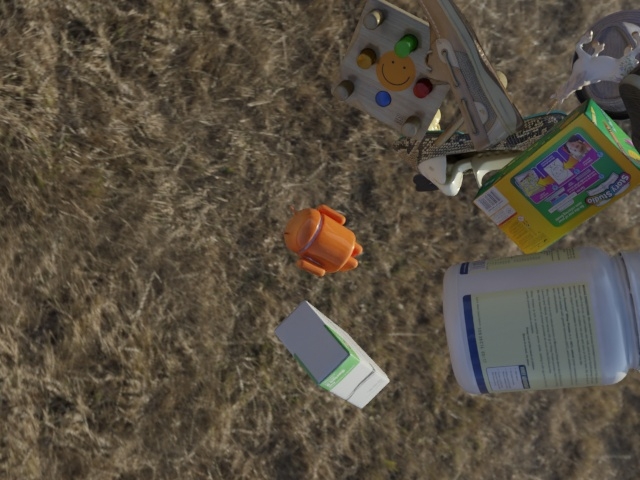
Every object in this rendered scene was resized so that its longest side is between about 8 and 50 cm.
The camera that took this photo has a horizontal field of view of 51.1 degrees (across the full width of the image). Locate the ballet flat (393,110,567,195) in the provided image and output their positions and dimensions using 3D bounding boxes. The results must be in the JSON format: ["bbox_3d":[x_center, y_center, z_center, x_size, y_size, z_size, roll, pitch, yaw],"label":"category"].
[{"bbox_3d":[0.394,-0.203,1.685,0.164,0.482,0.182,31,61,-53],"label":"ballet flat"}]

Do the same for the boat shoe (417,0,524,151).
[{"bbox_3d":[0.241,-0.325,1.217,0.110,0.121,0.341,-30,91,22],"label":"boat shoe"}]

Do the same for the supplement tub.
[{"bbox_3d":[0.391,0.136,1.156,0.235,0.324,0.236,-9,90,-71],"label":"supplement tub"}]

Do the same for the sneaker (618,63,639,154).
[{"bbox_3d":[0.517,-0.189,0.967,0.118,0.083,0.222,-43,135,2],"label":"sneaker"}]

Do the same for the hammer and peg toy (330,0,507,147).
[{"bbox_3d":[0.219,-0.357,1.532,0.361,0.127,0.266,30,127,5],"label":"hammer and peg toy"}]

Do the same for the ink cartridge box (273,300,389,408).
[{"bbox_3d":[0.036,0.310,1.784,0.121,0.211,0.289,-45,144,0],"label":"ink cartridge box"}]

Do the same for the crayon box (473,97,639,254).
[{"bbox_3d":[0.448,-0.109,1.262,0.165,0.278,0.081,44,40,-4],"label":"crayon box"}]

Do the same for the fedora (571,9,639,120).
[{"bbox_3d":[0.723,-0.434,1.636,0.124,0.243,0.276,-5,102,-52],"label":"fedora"}]

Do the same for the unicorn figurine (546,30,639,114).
[{"bbox_3d":[0.421,-0.262,1.018,0.060,0.161,0.111,38,66,-39],"label":"unicorn figurine"}]

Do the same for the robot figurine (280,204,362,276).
[{"bbox_3d":[0.000,-0.002,1.712,0.219,0.128,0.158,31,100,-21],"label":"robot figurine"}]

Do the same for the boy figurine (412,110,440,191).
[{"bbox_3d":[0.325,-0.301,2.051,0.177,0.092,0.285,51,36,-63],"label":"boy figurine"}]
